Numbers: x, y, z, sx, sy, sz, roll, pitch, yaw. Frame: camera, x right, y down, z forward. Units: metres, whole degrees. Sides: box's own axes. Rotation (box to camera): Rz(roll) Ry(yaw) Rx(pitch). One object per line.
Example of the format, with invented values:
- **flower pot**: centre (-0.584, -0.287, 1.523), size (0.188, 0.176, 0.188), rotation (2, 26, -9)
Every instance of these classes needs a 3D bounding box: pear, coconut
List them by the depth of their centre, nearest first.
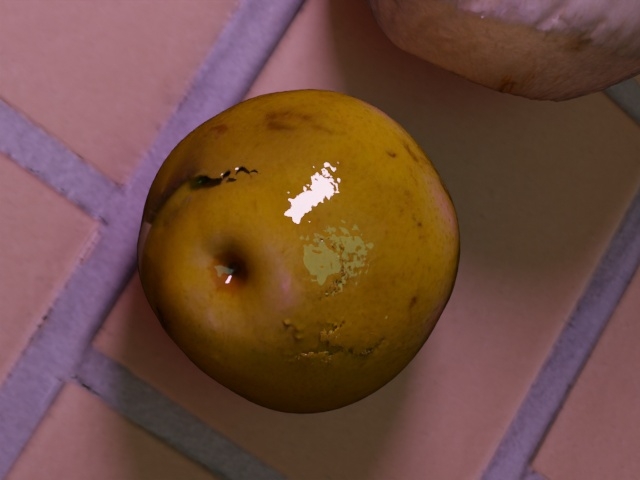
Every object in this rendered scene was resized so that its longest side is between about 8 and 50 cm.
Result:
- **pear**: centre (-0.008, 0.011, 1.388), size (0.336, 0.285, 0.285), rotation (36, 72, -68)
- **coconut**: centre (0.220, -0.341, 1.431), size (0.415, 0.344, 0.415), rotation (-22, 132, -27)
